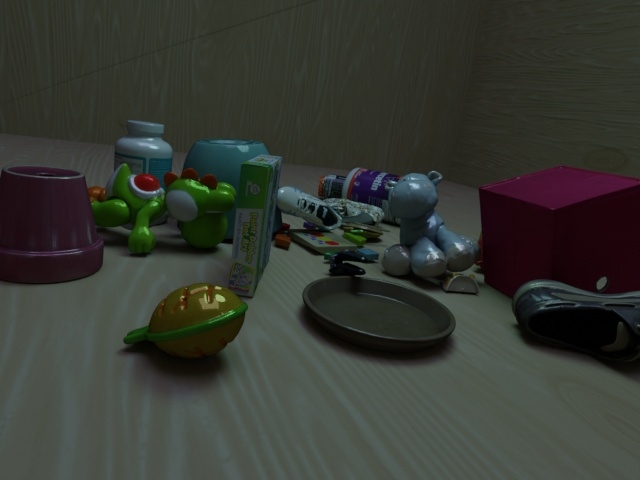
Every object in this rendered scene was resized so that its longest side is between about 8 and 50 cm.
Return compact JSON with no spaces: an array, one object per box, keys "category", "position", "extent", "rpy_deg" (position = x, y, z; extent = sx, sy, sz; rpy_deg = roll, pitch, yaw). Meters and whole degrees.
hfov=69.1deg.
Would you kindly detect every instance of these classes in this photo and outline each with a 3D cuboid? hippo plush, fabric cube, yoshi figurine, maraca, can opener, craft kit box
[{"category":"hippo plush","position":[0.278,-0.054,1.172],"extent":[0.234,0.236,0.294],"rpy_deg":[-2,11,21]},{"category":"fabric cube","position":[0.550,-0.007,1.071],"extent":[0.254,0.258,0.259],"rpy_deg":[-14,20,-12]},{"category":"yoshi figurine","position":[-0.373,-0.048,1.089],"extent":[0.362,0.203,0.203],"rpy_deg":[-4,-21,1]},{"category":"maraca","position":[-0.186,0.113,0.644],"extent":[0.186,0.099,0.127],"rpy_deg":[-13,2,27]},{"category":"can opener","position":[0.064,0.048,1.021],"extent":[0.073,0.059,0.186],"rpy_deg":[1,-5,-13]},{"category":"craft kit box","position":[-0.130,-0.043,0.958],"extent":[0.061,0.249,0.246],"rpy_deg":[8,14,-4]}]

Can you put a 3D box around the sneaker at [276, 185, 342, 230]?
[{"category":"sneaker","position":[-0.031,-0.092,1.306],"extent":[0.086,0.085,0.237],"rpy_deg":[1,-16,46]}]

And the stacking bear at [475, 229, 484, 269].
[{"category":"stacking bear","position":[0.532,0.005,1.349],"extent":[0.175,0.164,0.289],"rpy_deg":[4,21,33]}]

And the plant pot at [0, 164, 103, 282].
[{"category":"plant pot","position":[-0.508,-0.040,0.857],"extent":[0.201,0.180,0.201],"rpy_deg":[8,14,-2]}]

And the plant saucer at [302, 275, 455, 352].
[{"category":"plant saucer","position":[0.102,0.130,0.846],"extent":[0.278,0.041,0.278],"rpy_deg":[8,14,-2]}]

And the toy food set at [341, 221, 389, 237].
[{"category":"toy food set","position":[0.132,-0.026,1.465],"extent":[0.133,0.038,0.192],"rpy_deg":[13,-1,-11]}]

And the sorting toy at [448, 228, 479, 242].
[{"category":"sorting toy","position":[0.419,0.007,1.518],"extent":[0.208,0.038,0.193],"rpy_deg":[-6,20,-32]}]

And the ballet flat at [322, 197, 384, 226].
[{"category":"ballet flat","position":[0.105,-0.098,1.650],"extent":[0.241,0.091,0.077],"rpy_deg":[9,46,18]}]

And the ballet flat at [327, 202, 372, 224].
[{"category":"ballet flat","position":[0.071,-0.092,1.565],"extent":[0.213,0.068,0.072],"rpy_deg":[1,30,1]}]

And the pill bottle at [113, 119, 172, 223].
[{"category":"pill bottle","position":[-0.477,-0.184,1.252],"extent":[0.146,0.264,0.146],"rpy_deg":[9,14,-2]}]

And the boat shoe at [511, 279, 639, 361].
[{"category":"boat shoe","position":[0.537,0.166,0.841],"extent":[0.356,0.132,0.130],"rpy_deg":[5,22,20]}]

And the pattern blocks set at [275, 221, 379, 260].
[{"category":"pattern blocks set","position":[0.000,0.000,1.304],"extent":[0.286,0.026,0.325],"rpy_deg":[2,16,-24]}]

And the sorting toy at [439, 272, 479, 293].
[{"category":"sorting toy","position":[0.323,0.100,1.110],"extent":[0.083,0.044,0.075],"rpy_deg":[6,-4,-12]}]

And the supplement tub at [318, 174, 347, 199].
[{"category":"supplement tub","position":[0.091,-0.223,2.025],"extent":[0.191,0.116,0.117],"rpy_deg":[11,15,6]}]

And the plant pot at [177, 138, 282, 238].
[{"category":"plant pot","position":[-0.248,-0.157,1.287],"extent":[0.293,0.235,0.293],"rpy_deg":[3,16,-1]}]

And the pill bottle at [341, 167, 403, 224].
[{"category":"pill bottle","position":[0.255,-0.164,1.770],"extent":[0.323,0.181,0.181],"rpy_deg":[16,16,27]}]
